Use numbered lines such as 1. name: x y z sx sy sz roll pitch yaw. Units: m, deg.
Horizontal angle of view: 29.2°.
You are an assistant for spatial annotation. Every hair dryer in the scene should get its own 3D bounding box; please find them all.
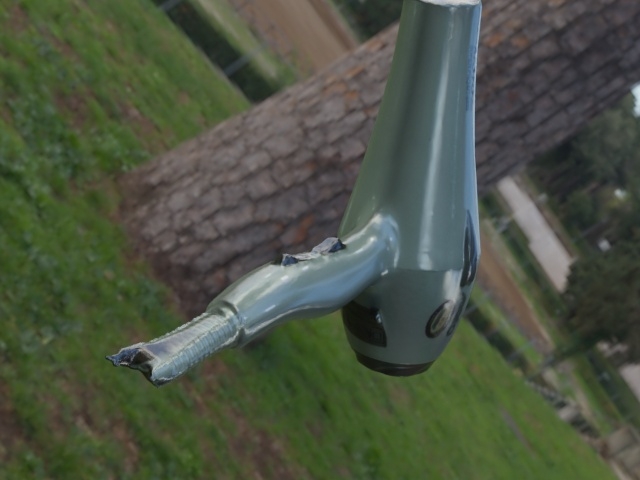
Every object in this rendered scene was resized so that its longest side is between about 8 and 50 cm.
1. hair dryer: 0.017 -0.034 0.661 0.092 0.229 0.267 20 8 32
